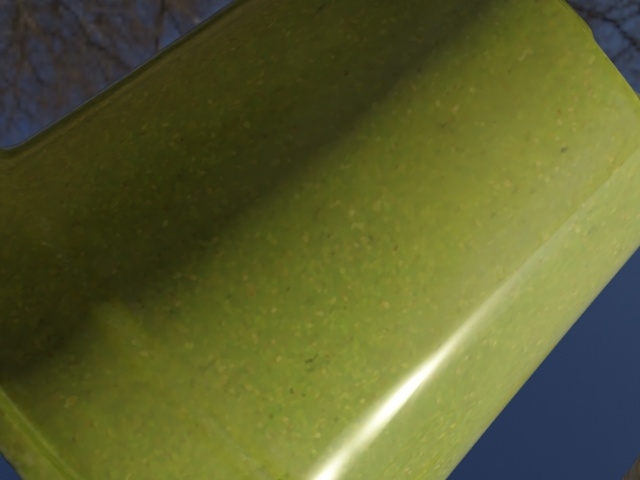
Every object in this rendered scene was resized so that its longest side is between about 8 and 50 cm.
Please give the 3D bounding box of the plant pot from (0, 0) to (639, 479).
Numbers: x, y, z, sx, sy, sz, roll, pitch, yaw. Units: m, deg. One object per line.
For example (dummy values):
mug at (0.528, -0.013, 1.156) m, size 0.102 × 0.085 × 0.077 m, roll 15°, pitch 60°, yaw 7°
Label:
plant pot at (0.000, 0.000, 0.578) m, size 0.254 × 0.276 × 0.276 m, roll -42°, pitch -133°, yaw 0°

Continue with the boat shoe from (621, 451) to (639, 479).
boat shoe at (0.392, 0.286, 1.288) m, size 0.098 × 0.096 × 0.277 m, roll -8°, pitch -145°, yaw -34°
